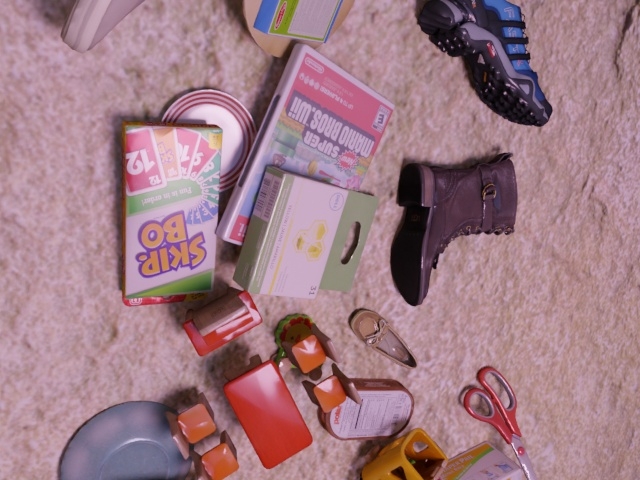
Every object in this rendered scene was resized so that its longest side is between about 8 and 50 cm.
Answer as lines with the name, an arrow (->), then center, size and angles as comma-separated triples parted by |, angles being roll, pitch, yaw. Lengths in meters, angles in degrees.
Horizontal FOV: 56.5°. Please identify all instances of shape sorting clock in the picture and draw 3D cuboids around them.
shape sorting clock -> -0.018, -0.338, 0.776 | 0.206, 0.040, 0.206 | -39, 154, -24

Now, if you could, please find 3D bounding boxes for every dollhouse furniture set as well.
dollhouse furniture set -> -0.096, 0.205, 0.848 | 0.262, 0.135, 0.259 | -29, 105, -13

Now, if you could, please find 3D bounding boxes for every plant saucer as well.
plant saucer -> -0.274, 0.333, 0.872 | 0.194, 0.037, 0.195 | -6, 103, -29

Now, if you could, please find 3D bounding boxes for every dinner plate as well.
dinner plate -> -0.154, -0.135, 0.819 | 0.141, 0.017, 0.141 | -8, 108, -26

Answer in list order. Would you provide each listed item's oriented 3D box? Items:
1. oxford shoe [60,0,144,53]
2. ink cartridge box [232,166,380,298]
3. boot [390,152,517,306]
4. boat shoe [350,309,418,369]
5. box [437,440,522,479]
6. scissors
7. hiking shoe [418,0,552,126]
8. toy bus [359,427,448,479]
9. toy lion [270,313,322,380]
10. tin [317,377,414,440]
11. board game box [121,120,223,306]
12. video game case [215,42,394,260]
oxford shoe -> -0.128, -0.381, 0.682 | 0.130, 0.169, 0.449 | 41, 79, -32
ink cartridge box -> 0.000, 0.000, 0.876 | 0.235, 0.056, 0.171 | 11, 101, -40
boot -> 0.243, -0.020, 1.017 | 0.229, 0.091, 0.263 | -2, 103, -26
boat shoe -> 0.113, 0.173, 1.028 | 0.056, 0.048, 0.153 | -48, 120, -8
box -> 0.290, 0.508, 1.185 | 0.203, 0.103, 0.114 | -17, 112, -23
scissors -> 0.390, 0.389, 1.166 | 0.109, 0.021, 0.297 | -35, 86, -24
hiking shoe -> 0.297, -0.305, 0.949 | 0.304, 0.113, 0.132 | 38, 86, -30
toy bus -> 0.127, 0.416, 1.066 | 0.202, 0.191, 0.104 | -39, 82, -8
toy lion -> -0.031, 0.169, 0.965 | 0.100, 0.034, 0.096 | 24, 85, -31
tin -> 0.085, 0.300, 1.060 | 0.189, 0.040, 0.106 | 8, 96, -29
board game box -> -0.202, -0.027, 0.803 | 0.124, 0.039, 0.260 | -3, 115, -26
video game case -> -0.014, -0.109, 0.872 | 0.204, 0.025, 0.285 | 20, 95, -43
